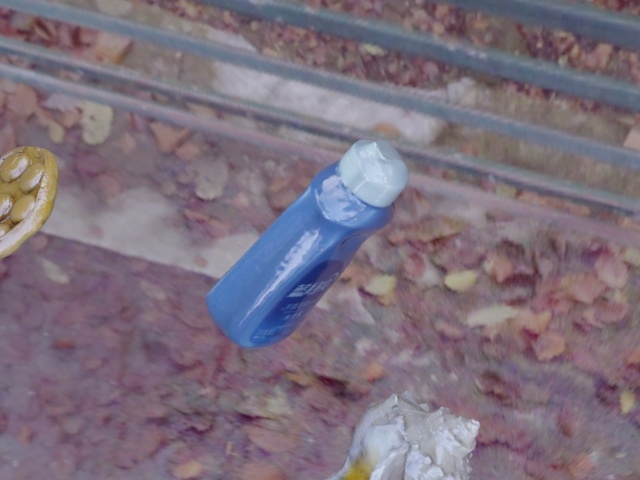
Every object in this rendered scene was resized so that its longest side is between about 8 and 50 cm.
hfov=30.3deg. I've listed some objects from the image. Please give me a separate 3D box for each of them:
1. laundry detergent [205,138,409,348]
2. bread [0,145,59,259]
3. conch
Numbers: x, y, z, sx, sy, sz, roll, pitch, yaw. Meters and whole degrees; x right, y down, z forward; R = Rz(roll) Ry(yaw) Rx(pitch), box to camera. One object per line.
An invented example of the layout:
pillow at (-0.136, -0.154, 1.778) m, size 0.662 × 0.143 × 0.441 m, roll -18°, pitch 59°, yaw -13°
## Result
laundry detergent at (0.000, 0.000, 1.278) m, size 0.290 × 0.143 × 0.094 m, roll -47°, pitch 66°, yaw 33°
bread at (-0.230, -0.022, 0.855) m, size 0.110 × 0.024 × 0.110 m, roll -22°, pitch 46°, yaw 24°
conch at (0.073, 0.333, 1.401) m, size 0.186 × 0.263 × 0.324 m, roll 34°, pitch 106°, yaw 10°
